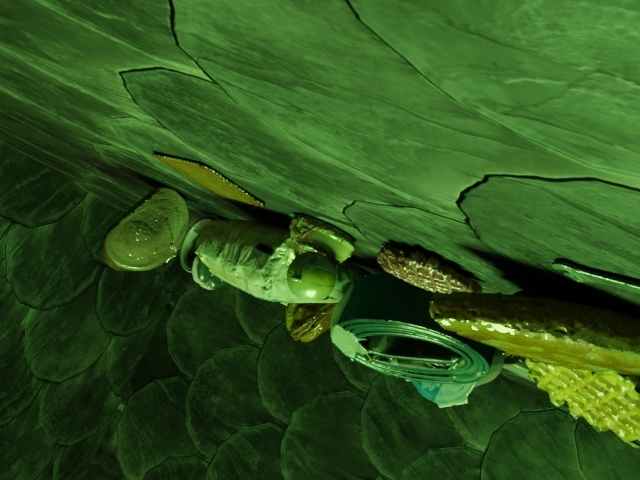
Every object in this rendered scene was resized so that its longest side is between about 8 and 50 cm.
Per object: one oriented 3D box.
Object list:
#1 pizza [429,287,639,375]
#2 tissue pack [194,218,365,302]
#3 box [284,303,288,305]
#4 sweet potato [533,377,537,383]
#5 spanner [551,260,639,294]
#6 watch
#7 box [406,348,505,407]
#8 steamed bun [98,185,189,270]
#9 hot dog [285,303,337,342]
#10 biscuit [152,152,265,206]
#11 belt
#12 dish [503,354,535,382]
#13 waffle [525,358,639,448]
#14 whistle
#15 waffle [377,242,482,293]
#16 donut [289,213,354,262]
[{"bbox_3d":[0.444,0.173,1.470,0.439,0.130,0.406,11,168,17],"label":"pizza"},{"bbox_3d":[-0.109,0.064,2.080,0.390,0.195,0.375,16,179,39],"label":"tissue pack"},{"bbox_3d":[-0.117,0.108,2.411,0.168,0.095,0.212,27,-159,-1],"label":"box"},{"bbox_3d":[0.716,0.384,2.078,0.109,0.109,0.385,28,165,-21],"label":"sweet potato"},{"bbox_3d":[0.479,0.072,1.120,0.302,0.017,0.071,17,168,46],"label":"spanner"},{"bbox_3d":[-0.368,0.039,2.485,0.231,0.244,0.196,6,162,43],"label":"watch"},{"bbox_3d":[0.391,0.294,2.117,0.206,0.291,0.262,2,-156,-47],"label":"box"},{"bbox_3d":[-0.529,-0.015,2.371,0.199,0.301,0.251,46,160,-8],"label":"steamed bun"},{"bbox_3d":[0.013,0.177,2.219,0.196,0.272,0.122,41,161,53],"label":"hot dog"},{"bbox_3d":[-0.274,-0.148,1.867,0.237,0.013,0.232,17,169,43],"label":"biscuit"},{"bbox_3d":[0.231,0.220,1.909,0.436,0.173,0.300,-3,139,34],"label":"belt"},{"bbox_3d":[0.662,0.401,2.433,0.154,0.064,0.234,24,170,0],"label":"dish"},{"bbox_3d":[0.670,0.360,1.864,0.382,0.095,0.380,13,149,50],"label":"waffle"},{"bbox_3d":[0.004,0.077,1.803,0.123,0.123,0.223,19,-167,34],"label":"whistle"},{"bbox_3d":[0.229,0.071,1.670,0.221,0.055,0.234,29,171,-24],"label":"waffle"},{"bbox_3d":[0.000,0.000,1.826,0.174,0.068,0.174,23,171,4],"label":"donut"}]
